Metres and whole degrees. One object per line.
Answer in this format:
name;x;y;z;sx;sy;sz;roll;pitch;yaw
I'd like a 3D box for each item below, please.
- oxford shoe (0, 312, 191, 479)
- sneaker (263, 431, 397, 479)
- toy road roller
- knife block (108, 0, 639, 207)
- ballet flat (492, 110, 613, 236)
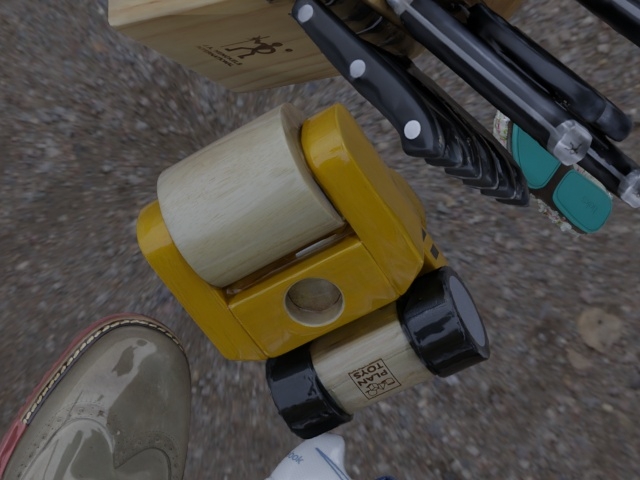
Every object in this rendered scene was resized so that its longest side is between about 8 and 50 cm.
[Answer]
oxford shoe;-0.137;0.209;0.766;0.123;0.130;0.348;23;76;-26
sneaker;0.064;0.307;1.295;0.297;0.111;0.129;46;72;-14
toy road roller;0.000;0.000;1.250;0.202;0.241;0.329;-27;121;17
knife block;0.045;-0.144;0.472;0.242;0.088;0.276;-8;74;29
ballet flat;0.206;-0.080;1.283;0.091;0.077;0.241;-48;139;-7
